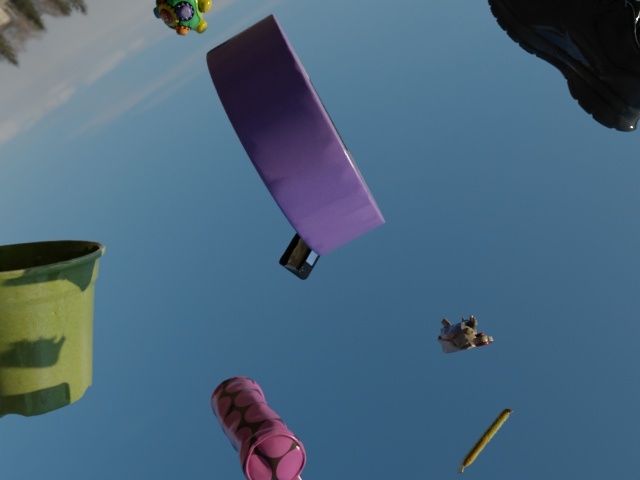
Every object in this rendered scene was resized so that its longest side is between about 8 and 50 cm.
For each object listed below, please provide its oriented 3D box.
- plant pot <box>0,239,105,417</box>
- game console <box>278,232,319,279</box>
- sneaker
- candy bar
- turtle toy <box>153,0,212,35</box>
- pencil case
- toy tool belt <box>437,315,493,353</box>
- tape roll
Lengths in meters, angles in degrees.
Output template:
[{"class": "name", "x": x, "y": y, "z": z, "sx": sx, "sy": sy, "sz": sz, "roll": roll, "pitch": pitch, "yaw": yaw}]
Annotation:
[{"class": "plant pot", "x": -0.497, "y": 0.147, "z": 0.985, "sx": 0.276, "sy": 0.253, "sz": 0.276, "roll": -2, "pitch": -170, "yaw": 0}, {"class": "game console", "x": 0.000, "y": 0.000, "z": 0.861, "sx": 0.071, "sy": 0.107, "sz": 0.122, "roll": 24, "pitch": -101, "yaw": 37}, {"class": "sneaker", "x": 0.342, "y": -0.278, "z": 0.759, "sx": 0.109, "sy": 0.286, "sz": 0.130, "roll": -30, "pitch": 163, "yaw": -48}, {"class": "candy bar", "x": 0.315, "y": 0.381, "z": 1.115, "sx": 0.018, "sy": 0.040, "sz": 0.161, "roll": 41, "pitch": -106, "yaw": 19}, {"class": "turtle toy", "x": -0.234, "y": -0.393, "z": 0.955, "sx": 0.066, "sy": 0.095, "sz": 0.130, "roll": -53, "pitch": -179, "yaw": -31}, {"class": "pencil case", "x": -0.093, "y": 0.273, "z": 0.829, "sx": 0.095, "sy": 0.098, "sz": 0.209, "roll": -47, "pitch": -157, "yaw": -7}, {"class": "toy tool belt", "x": 0.199, "y": 0.128, "z": 0.817, "sx": 0.083, "sy": 0.052, "sz": 0.051, "roll": -37, "pitch": -118, "yaw": 59}, {"class": "tape roll", "x": -0.025, "y": -0.122, "z": 0.696, "sx": 0.090, "sy": 0.275, "sz": 0.275, "roll": -29, "pitch": -146, "yaw": 7}]
